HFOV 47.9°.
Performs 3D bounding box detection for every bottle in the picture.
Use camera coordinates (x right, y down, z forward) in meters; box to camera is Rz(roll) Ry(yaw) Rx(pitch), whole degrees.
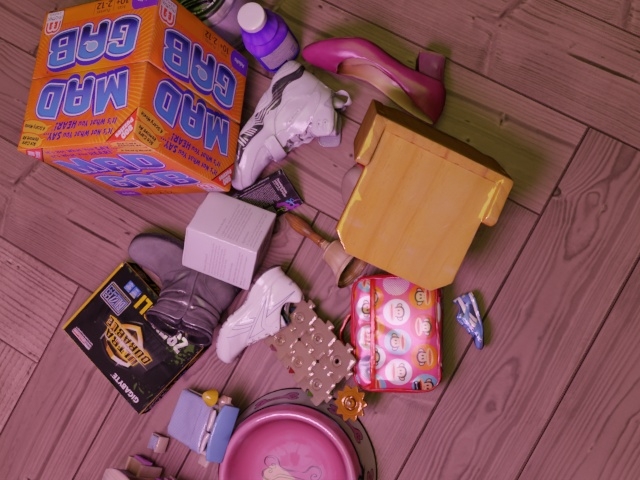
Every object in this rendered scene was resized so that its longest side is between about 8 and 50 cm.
[{"bbox_3d":[-0.135,-0.511,1.803,0.118,0.283,0.092,-44,79,6],"label":"bottle"}]

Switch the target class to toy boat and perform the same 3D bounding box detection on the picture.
[{"bbox_3d":[0.162,-0.102,1.807,0.151,0.151,0.231,-33,80,-24],"label":"toy boat"}]

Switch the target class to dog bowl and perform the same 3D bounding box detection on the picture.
[{"bbox_3d":[-0.070,0.579,1.777,0.407,0.150,0.409,-1,86,11],"label":"dog bowl"}]

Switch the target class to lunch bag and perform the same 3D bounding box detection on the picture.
[{"bbox_3d":[0.173,0.225,1.780,0.258,0.120,0.293,-2,86,15],"label":"lunch bag"}]

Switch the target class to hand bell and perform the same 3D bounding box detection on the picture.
[{"bbox_3d":[0.000,0.000,1.845,0.242,0.126,0.126,39,94,23],"label":"hand bell"}]

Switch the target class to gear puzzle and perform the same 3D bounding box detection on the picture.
[{"bbox_3d":[0.010,0.304,1.789,0.175,0.044,0.339,-51,58,11],"label":"gear puzzle"}]

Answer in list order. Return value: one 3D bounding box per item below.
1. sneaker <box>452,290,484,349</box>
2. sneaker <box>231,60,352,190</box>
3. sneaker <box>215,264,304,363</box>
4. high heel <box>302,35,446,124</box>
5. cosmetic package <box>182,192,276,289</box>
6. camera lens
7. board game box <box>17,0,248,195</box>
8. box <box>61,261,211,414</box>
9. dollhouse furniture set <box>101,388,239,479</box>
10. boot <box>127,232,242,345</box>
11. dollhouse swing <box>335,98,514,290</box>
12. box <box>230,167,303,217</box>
[{"bbox_3d":[0.368,0.201,1.774,0.059,0.053,0.144,-15,75,9],"label":"sneaker"},{"bbox_3d":[-0.076,-0.265,1.846,0.210,0.137,0.366,28,88,14],"label":"sneaker"},{"bbox_3d":[-0.159,0.206,1.827,0.129,0.111,0.297,39,107,9],"label":"sneaker"},{"bbox_3d":[0.130,-0.403,1.819,0.376,0.127,0.182,7,76,8],"label":"high heel"},{"bbox_3d":[-0.229,-0.002,1.809,0.183,0.152,0.151,21,47,3],"label":"cosmetic package"},{"bbox_3d":[-0.288,-0.608,1.843,0.219,0.274,0.220,-1,85,11],"label":"camera lens"},{"bbox_3d":[-0.437,-0.333,1.741,0.356,0.356,0.357,0,76,28],"label":"board game box"},{"bbox_3d":[-0.489,0.256,1.918,0.257,0.079,0.322,-45,79,3],"label":"box"},{"bbox_3d":[-0.394,0.475,1.772,0.286,0.198,0.304,12,79,47],"label":"dollhouse furniture set"},{"bbox_3d":[-0.386,0.119,1.829,0.338,0.118,0.223,20,47,13],"label":"boot"},{"bbox_3d":[0.217,-0.105,1.710,0.346,0.315,0.305,24,108,-7],"label":"dollhouse swing"},{"bbox_3d":[-0.141,-0.104,1.866,0.162,0.116,0.029,-26,40,8],"label":"box"}]
